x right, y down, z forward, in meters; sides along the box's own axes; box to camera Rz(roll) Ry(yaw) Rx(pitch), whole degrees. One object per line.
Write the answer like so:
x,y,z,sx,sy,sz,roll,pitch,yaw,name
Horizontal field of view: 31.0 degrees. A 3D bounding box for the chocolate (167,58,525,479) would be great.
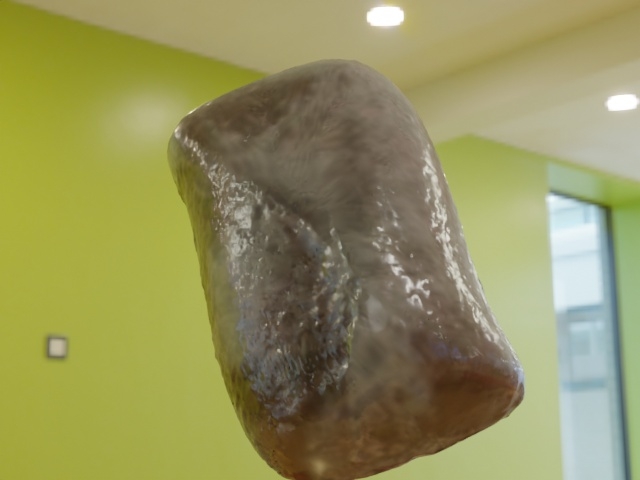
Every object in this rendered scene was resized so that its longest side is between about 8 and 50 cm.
0.000,0.000,0.752,0.185,0.303,0.100,-24,-34,6,chocolate
